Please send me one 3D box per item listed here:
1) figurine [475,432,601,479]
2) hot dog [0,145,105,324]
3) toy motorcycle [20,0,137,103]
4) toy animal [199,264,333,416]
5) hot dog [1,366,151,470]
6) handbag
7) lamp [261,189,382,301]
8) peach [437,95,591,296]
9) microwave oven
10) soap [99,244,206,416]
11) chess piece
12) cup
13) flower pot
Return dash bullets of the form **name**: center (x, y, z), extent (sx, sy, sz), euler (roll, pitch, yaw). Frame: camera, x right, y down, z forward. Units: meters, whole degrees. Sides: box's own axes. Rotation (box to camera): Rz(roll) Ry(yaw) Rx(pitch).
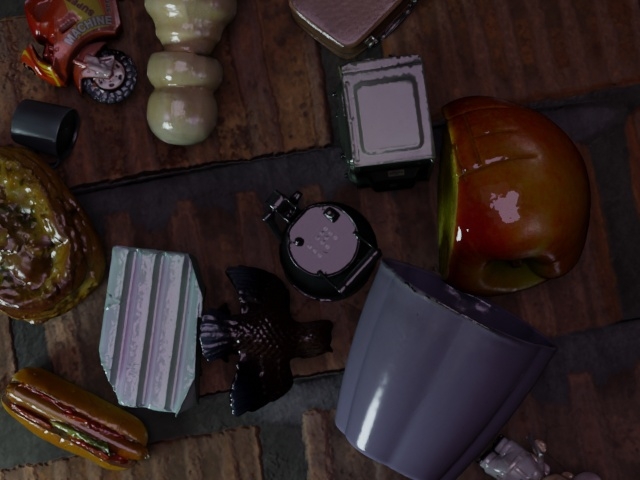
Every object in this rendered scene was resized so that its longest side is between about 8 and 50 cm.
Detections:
- **figurine**: center (0.319, 0.362, 1.717), extent (0.229, 0.112, 0.137), euler (39, 79, 20)
- **hot dog**: center (-0.437, -0.018, 1.793), extent (0.196, 0.122, 0.272), euler (-35, 85, -1)
- **toy motorcycle**: center (-0.371, -0.338, 1.838), extent (0.171, 0.089, 0.298), euler (-14, 83, 3)
- **toy animal**: center (-0.074, 0.138, 1.756), extent (0.179, 0.116, 0.218), euler (-2, 77, 4)
- **hot dog**: center (-0.347, 0.259, 1.786), extent (0.236, 0.062, 0.092), euler (24, 82, 5)
- **handbag**: center (0.060, -0.369, 1.828), extent (0.151, 0.072, 0.193), euler (41, 85, 7)
- **lamp**: center (0.000, 0.000, 1.710), extent (0.172, 0.227, 0.147), euler (43, 88, 7)
- **peach**: center (0.252, -0.070, 1.713), extent (0.245, 0.248, 0.274), euler (2, 65, -29)
- **microwave oven**: center (0.087, -0.159, 1.735), extent (0.129, 0.205, 0.163), euler (-6, 82, 3)
- **soap**: center (-0.234, 0.130, 1.781), extent (0.145, 0.091, 0.230), euler (6, 85, 7)
- **chess piece**: center (-0.192, -0.268, 1.805), extent (0.143, 0.143, 0.261), euler (4, 88, 4)
- **cup**: center (-0.408, -0.156, 1.835), extent (0.077, 0.078, 0.100), euler (15, 115, 10)
- **flower pot**: center (0.145, 0.184, 1.681), extent (0.265, 0.265, 0.243), euler (29, 96, 6)
